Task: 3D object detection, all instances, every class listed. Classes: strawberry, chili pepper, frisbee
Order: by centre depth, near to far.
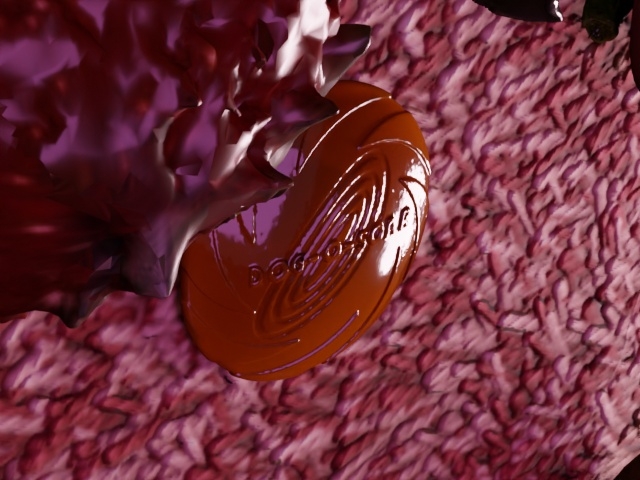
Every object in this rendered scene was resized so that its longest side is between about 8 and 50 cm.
[{"bbox_3d":[-0.154,-0.132,0.790,0.292,0.292,0.343,-45,123,-16],"label":"strawberry"},{"bbox_3d":[0.000,0.000,1.167,0.192,0.035,0.192,-24,128,-35],"label":"frisbee"},{"bbox_3d":[0.197,-0.161,1.275,0.091,0.034,0.030,-44,165,-24],"label":"chili pepper"}]

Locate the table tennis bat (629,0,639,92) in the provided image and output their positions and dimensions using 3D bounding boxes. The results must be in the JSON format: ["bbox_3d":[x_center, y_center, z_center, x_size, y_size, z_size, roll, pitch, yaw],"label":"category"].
[{"bbox_3d":[0.275,-0.231,1.276,0.200,0.038,0.310,12,99,-62],"label":"table tennis bat"}]

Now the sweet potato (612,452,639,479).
[{"bbox_3d":[0.246,0.215,1.501,0.244,0.077,0.077,-57,139,-2],"label":"sweet potato"}]

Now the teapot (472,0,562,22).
[{"bbox_3d":[0.135,-0.264,1.017,0.285,0.223,0.305,-33,135,-18],"label":"teapot"}]
